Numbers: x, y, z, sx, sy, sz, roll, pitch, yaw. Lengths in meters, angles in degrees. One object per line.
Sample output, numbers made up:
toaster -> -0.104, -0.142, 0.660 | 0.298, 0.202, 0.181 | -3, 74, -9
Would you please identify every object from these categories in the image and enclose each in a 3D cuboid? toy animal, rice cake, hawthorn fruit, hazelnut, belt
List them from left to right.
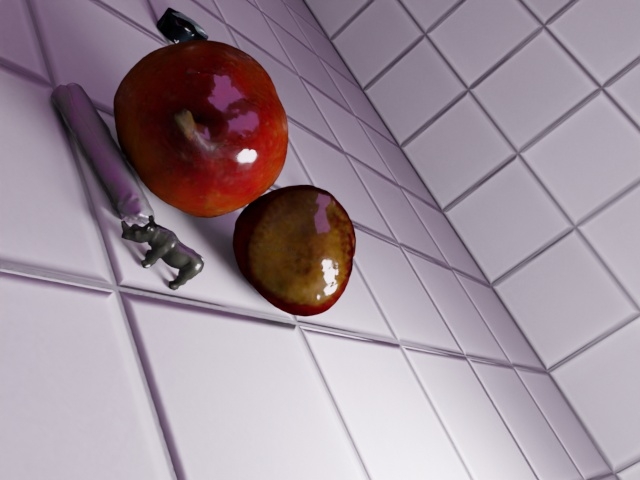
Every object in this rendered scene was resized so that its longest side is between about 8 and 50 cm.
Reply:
rice cake -> -0.329, -0.132, 0.985 | 0.055, 0.049, 0.270 | -12, 65, -52
toy animal -> -0.227, 0.011, 0.930 | 0.135, 0.065, 0.047 | 41, 21, -21
belt -> -0.342, -0.519, 1.616 | 0.105, 0.058, 0.140 | 53, 23, 24
hawthorn fruit -> -0.179, -0.171, 1.040 | 0.295, 0.295, 0.311 | 32, 9, -40
hazelnut -> -0.042, 0.021, 1.138 | 0.229, 0.229, 0.229 | 42, 22, -21
